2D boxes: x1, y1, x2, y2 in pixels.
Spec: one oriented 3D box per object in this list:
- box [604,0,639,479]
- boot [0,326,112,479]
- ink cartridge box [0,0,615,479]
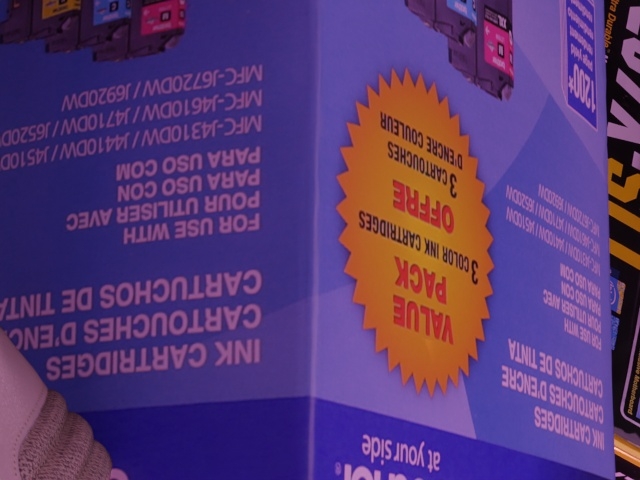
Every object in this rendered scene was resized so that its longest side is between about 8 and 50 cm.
[{"bbox_3d":[0.218,0.023,1.030,0.257,0.079,0.322,28,52,-14],"label":"box"},{"bbox_3d":[-0.142,0.049,0.459,0.165,0.077,0.213,58,30,-9],"label":"boot"},{"bbox_3d":[0.000,0.000,0.697,0.270,0.151,0.396,22,66,-58],"label":"ink cartridge box"}]
